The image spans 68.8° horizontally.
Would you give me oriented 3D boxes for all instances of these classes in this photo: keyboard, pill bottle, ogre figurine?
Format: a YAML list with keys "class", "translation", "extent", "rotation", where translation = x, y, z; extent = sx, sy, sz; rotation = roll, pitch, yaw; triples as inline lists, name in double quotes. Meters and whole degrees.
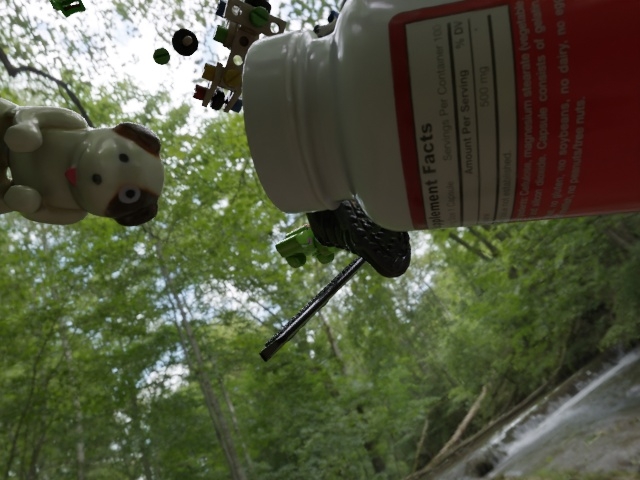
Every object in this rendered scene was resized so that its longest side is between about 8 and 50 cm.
- class: "keyboard"
  translation: [-0.013, 0.137, 0.989]
  extent: [0.317, 0.033, 0.201]
  rotation: [-39, -10, -37]
- class: "pill bottle"
  translation: [0.152, -0.128, 0.417]
  extent: [0.408, 0.229, 0.229]
  rotation: [-5, -25, 15]
- class: "ogre figurine"
  translation: [-0.494, -0.518, 0.941]
  extent: [0.118, 0.197, 0.096]
  rotation: [-43, -47, -15]

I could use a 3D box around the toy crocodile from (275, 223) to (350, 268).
- class: "toy crocodile"
  translation: [0.000, 0.000, 1.190]
  extent: [0.115, 0.105, 0.341]
  rotation: [-25, -11, 29]

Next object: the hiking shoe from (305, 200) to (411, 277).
- class: "hiking shoe"
  translation: [0.044, -0.021, 0.708]
  extent: [0.086, 0.227, 0.114]
  rotation: [-27, -25, -30]

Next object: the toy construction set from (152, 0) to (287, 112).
- class: "toy construction set"
  translation: [-0.151, -0.384, 1.021]
  extent: [0.309, 0.237, 0.257]
  rotation: [44, -102, -28]

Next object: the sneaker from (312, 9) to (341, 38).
- class: "sneaker"
  translation: [0.006, -0.296, 0.718]
  extent: [0.135, 0.058, 0.052]
  rotation: [-63, 14, -17]

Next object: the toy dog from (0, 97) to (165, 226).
- class: "toy dog"
  translation: [-0.554, -0.153, 1.080]
  extent: [0.395, 0.408, 0.284]
  rotation: [8, -87, -66]
